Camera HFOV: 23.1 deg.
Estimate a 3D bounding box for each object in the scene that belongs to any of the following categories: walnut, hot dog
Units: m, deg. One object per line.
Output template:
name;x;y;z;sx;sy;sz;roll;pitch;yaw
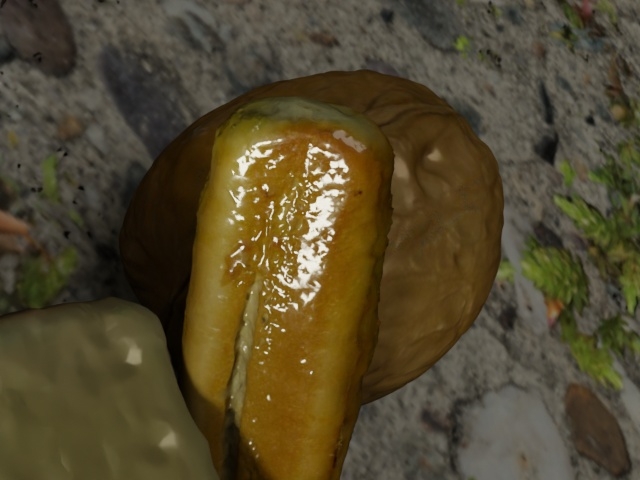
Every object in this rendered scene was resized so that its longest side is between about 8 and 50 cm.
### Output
walnut;0.000;0.000;0.768;0.197;0.165;0.165;-29;88;-51
hot dog;-0.027;0.071;0.654;0.088;0.286;0.061;12;26;-8

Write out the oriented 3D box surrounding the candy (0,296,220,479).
candy;-0.106;0.188;0.593;0.179;0.135;0.320;-18;83;-45
